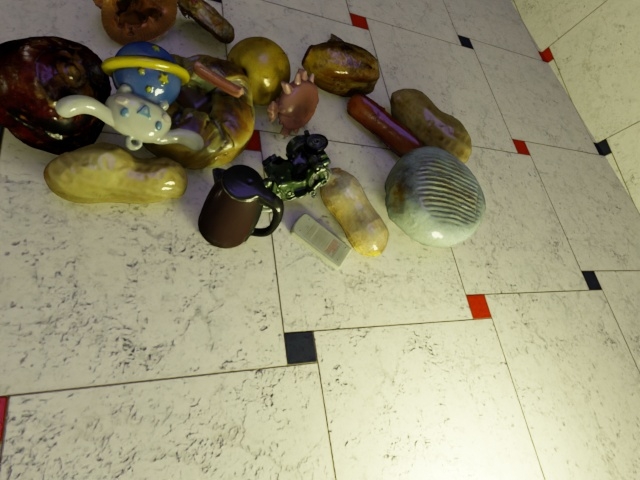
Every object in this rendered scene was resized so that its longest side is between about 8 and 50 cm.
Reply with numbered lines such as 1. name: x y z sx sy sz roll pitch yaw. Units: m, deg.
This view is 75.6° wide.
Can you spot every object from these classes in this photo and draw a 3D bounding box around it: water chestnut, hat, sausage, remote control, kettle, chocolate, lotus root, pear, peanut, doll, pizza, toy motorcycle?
1. water chestnut: -0.644 -0.349 0.973 0.244 0.289 0.289 24 56 -7
2. hat: -0.597 -0.764 1.255 0.233 0.244 0.233 -24 63 -41
3. sausage: -0.277 -0.435 1.123 0.147 0.030 0.035 28 63 -13
4. remote control: 0.000 0.000 1.232 0.190 0.029 0.088 38 54 -4
5. kettle: -0.203 -0.076 1.051 0.202 0.232 0.144 34 56 -6
6. chocolate: 0.102 -0.089 1.272 0.134 0.134 0.309 -29 81 -34
7. lotus root: 0.071 -0.641 1.516 0.290 0.193 0.193 3 63 -20
8. sausage: 0.239 -0.419 1.524 0.330 0.102 0.102 40 55 -1
9. pear: -0.189 -0.541 1.325 0.208 0.209 0.209 11 60 -20
10. peanut: -0.492 -0.162 1.012 0.318 0.147 0.148 -1 65 -22
11. doll: -0.445 -0.336 0.956 0.310 0.159 0.243 -10 110 -41
12. doll: -0.079 -0.432 1.316 0.093 0.211 0.262 31 44 21
13. peanut: 0.420 -0.436 1.579 0.387 0.169 0.192 44 49 1
14. pizza: -0.405 -0.753 1.348 0.296 0.189 0.071 32 100 -10
15. toy motorcycle: -0.089 -0.211 1.220 0.275 0.127 0.205 -27 55 -8

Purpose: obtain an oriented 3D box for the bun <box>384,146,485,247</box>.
1. bun: 0.366 -0.130 1.366 0.361 0.211 0.362 13 58 -22

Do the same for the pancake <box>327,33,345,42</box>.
1. pancake: 0.058 -0.764 1.667 0.184 0.020 0.191 -10 69 -28

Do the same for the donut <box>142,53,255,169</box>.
1. donut: -0.352 -0.376 1.178 0.360 0.170 0.361 11 62 -21
